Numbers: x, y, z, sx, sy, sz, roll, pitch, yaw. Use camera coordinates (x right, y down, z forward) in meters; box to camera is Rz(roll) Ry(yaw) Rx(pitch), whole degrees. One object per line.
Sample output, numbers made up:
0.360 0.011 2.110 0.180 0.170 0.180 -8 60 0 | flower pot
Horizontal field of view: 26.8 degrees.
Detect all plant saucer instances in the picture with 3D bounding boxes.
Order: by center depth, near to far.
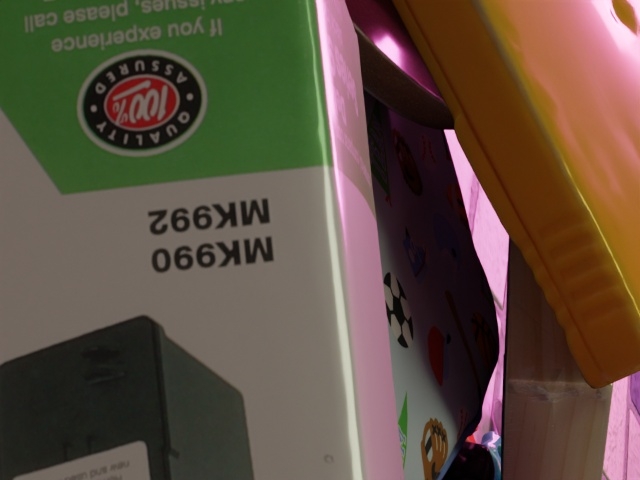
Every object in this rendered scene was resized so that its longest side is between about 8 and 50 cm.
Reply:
0.029 -0.115 0.678 0.168 0.029 0.168 36 26 -21 | plant saucer

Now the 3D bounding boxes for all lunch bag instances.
0.000 0.000 0.695 0.303 0.115 0.243 -51 124 -67 | lunch bag

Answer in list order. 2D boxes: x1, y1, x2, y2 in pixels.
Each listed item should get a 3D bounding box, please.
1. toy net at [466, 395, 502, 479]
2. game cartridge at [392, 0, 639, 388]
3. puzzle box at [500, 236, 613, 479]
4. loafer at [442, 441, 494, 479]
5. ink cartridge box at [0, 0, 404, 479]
0.128 0.166 1.031 0.122 0.045 0.232 57 26 -2 | toy net
0.136 -0.106 0.698 0.285 0.053 0.323 -15 78 -54 | game cartridge
0.141 0.013 0.837 0.272 0.052 0.409 83 12 -45 | puzzle box
0.054 0.207 0.835 0.223 0.076 0.078 -49 132 -51 | loafer
-0.081 0.076 0.387 0.121 0.211 0.289 49 34 -80 | ink cartridge box
